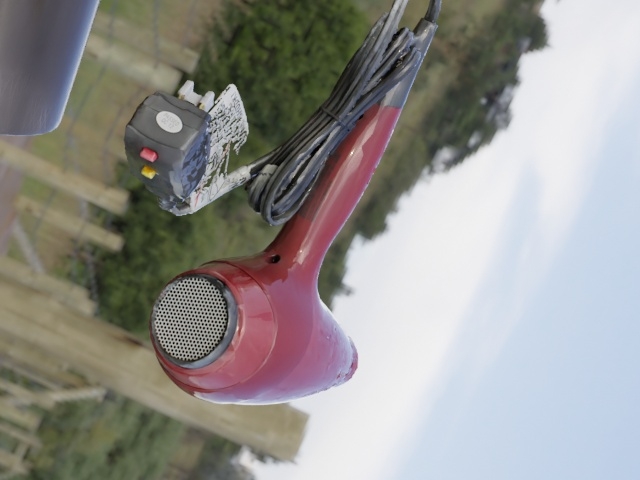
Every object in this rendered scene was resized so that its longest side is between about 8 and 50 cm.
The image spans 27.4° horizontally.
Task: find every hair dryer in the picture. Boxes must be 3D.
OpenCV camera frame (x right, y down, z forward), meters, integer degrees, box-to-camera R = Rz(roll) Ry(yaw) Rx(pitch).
[{"bbox_3d":[0.000,0.000,0.729,0.223,0.080,0.294,-33,148,-29],"label":"hair dryer"}]

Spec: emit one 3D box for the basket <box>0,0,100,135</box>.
[{"bbox_3d":[-0.216,-0.201,0.912,0.204,0.154,0.227,-120,-135,-60],"label":"basket"}]
